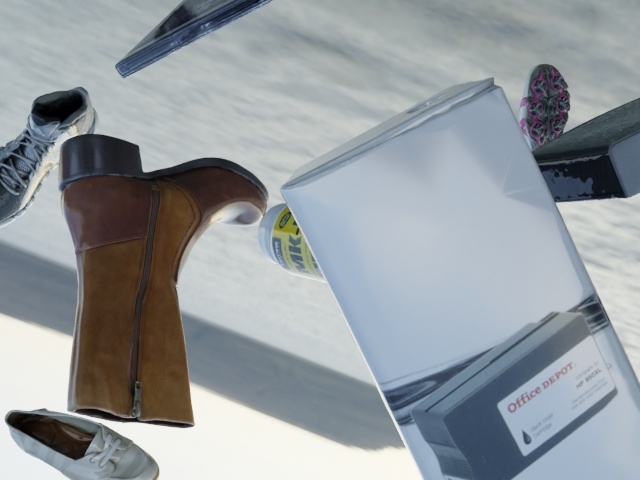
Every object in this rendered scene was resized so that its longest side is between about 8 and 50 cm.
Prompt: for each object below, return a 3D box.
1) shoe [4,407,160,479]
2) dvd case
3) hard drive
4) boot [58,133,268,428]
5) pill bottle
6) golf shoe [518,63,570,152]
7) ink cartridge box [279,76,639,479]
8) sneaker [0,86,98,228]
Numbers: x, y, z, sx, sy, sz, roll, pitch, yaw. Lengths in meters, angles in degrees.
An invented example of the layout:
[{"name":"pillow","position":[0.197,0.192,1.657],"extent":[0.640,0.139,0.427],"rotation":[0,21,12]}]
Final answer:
[{"name":"shoe","position":[-0.303,0.262,1.305],"extent":[0.219,0.076,0.058],"rotation":[15,147,19]},{"name":"dvd case","position":[-0.078,-0.228,0.947],"extent":[0.165,0.221,0.018],"rotation":[-20,114,29]},{"name":"hard drive","position":[0.321,-0.102,0.983],"extent":[0.255,0.054,0.172],"rotation":[-25,-170,-24]},{"name":"boot","position":[-0.143,0.048,1.058],"extent":[0.096,0.280,0.264],"rotation":[-21,158,33]},{"name":"pill bottle","position":[0.000,0.000,1.519],"extent":[0.119,0.119,0.208],"rotation":[26,171,-31]},{"name":"golf shoe","position":[0.288,-0.149,1.396],"extent":[0.068,0.186,0.086],"rotation":[-13,-155,-17]},{"name":"ink cartridge box","position":[0.128,0.088,0.810],"extent":[0.285,0.166,0.394],"rotation":[-89,-27,-84]},{"name":"sneaker","position":[-0.379,-0.119,1.334],"extent":[0.086,0.228,0.132],"rotation":[38,160,1]}]
